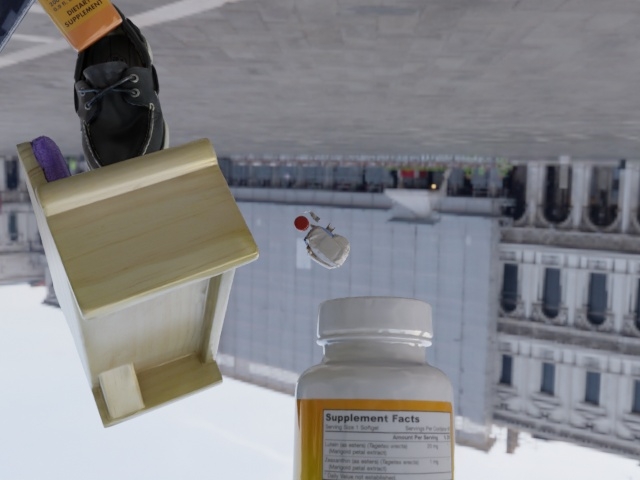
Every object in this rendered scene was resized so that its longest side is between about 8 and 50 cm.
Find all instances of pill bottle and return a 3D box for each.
[{"bbox_3d":[0.045,0.176,0.634,0.136,0.246,0.136,1,166,0],"label":"pill bottle"}]

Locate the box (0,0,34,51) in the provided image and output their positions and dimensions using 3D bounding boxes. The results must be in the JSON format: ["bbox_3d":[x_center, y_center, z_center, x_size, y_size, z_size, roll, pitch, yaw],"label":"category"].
[{"bbox_3d":[-0.294,-0.301,0.627,0.179,0.343,0.313,33,-155,-27],"label":"box"}]

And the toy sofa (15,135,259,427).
[{"bbox_3d":[-0.180,0.040,0.747,0.150,0.177,0.363,-19,157,-21],"label":"toy sofa"}]

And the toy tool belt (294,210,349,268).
[{"bbox_3d":[0.000,0.000,0.971,0.083,0.052,0.051,39,179,1],"label":"toy tool belt"}]

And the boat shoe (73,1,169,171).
[{"bbox_3d":[-0.287,-0.214,1.047,0.127,0.340,0.113,-11,142,5],"label":"boat shoe"}]

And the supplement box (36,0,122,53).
[{"bbox_3d":[-0.351,-0.355,0.945,0.078,0.233,0.080,-38,-162,-6],"label":"supplement box"}]
